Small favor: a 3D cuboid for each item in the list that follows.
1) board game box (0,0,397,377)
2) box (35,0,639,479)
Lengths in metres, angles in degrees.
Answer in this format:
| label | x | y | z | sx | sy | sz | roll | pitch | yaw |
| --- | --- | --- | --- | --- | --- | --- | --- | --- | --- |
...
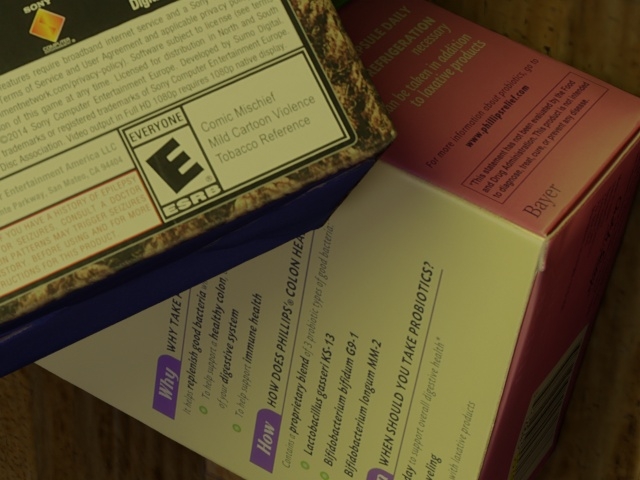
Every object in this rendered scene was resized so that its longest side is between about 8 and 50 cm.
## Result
| label | x | y | z | sx | sy | sz | roll | pitch | yaw |
| --- | --- | --- | --- | --- | --- | --- | --- | --- | --- |
| board game box | -0.149 | -0.100 | 0.691 | 0.291 | 0.232 | 0.141 | 64 | 165 | 6 |
| box | 0.000 | 0.000 | 0.882 | 0.243 | 0.117 | 0.213 | 26 | 133 | 18 |
